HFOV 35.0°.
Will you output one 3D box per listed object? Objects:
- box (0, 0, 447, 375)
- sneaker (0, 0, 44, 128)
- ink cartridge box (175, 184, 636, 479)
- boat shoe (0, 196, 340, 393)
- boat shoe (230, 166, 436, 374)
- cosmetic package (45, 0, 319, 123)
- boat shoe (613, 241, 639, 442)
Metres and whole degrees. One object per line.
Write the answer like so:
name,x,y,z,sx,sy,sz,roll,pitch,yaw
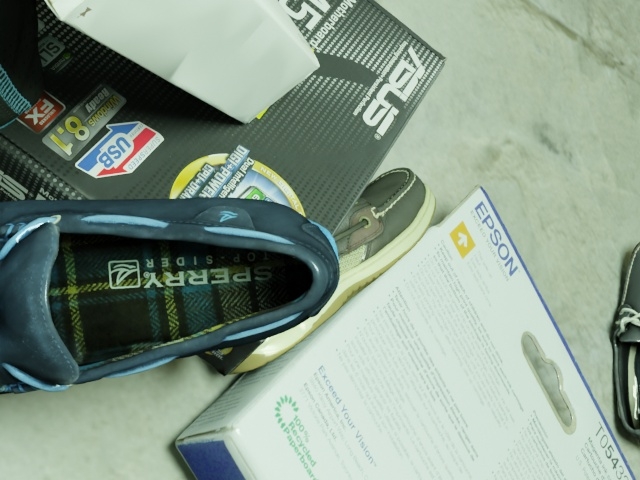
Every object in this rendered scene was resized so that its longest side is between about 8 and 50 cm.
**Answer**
box,-0.067,-0.087,0.612,0.216,0.060,0.270,38,52,-4
sneaker,-0.221,-0.200,0.498,0.139,0.125,0.340,71,-1,-62
ink cartridge box,0.093,0.173,0.725,0.330,0.071,0.324,-41,106,-46
boat shoe,-0.121,0.017,0.464,0.258,0.089,0.109,-14,94,-3
boat shoe,-0.001,0.000,0.679,0.223,0.080,0.073,-41,111,-38
cosmetic package,-0.070,-0.124,0.462,0.099,0.060,0.239,57,8,7
boat shoe,0.312,0.090,0.952,0.065,0.075,0.206,18,70,-42
